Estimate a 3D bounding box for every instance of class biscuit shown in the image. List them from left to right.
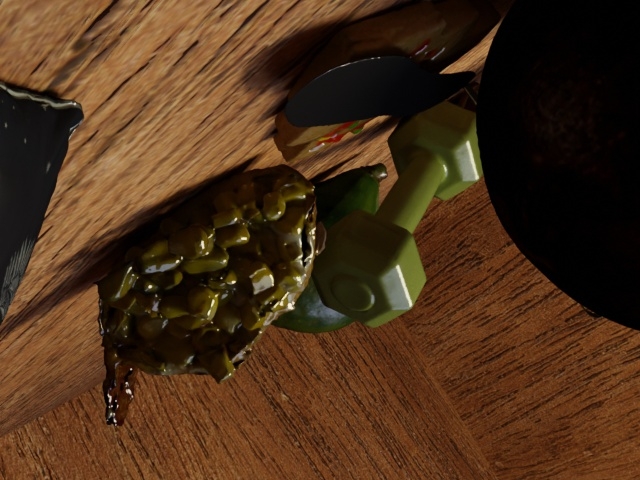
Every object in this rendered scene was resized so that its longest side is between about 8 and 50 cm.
[{"bbox_3d":[0.044,-0.124,0.714,0.212,0.041,0.239,-31,177,11],"label":"biscuit"}]

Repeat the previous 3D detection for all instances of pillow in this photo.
[{"bbox_3d":[-0.165,0.029,0.382,0.208,0.055,0.141,-64,177,3],"label":"pillow"}]

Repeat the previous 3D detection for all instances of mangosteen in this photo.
[{"bbox_3d":[0.325,-0.117,0.716,0.382,0.382,0.435,-30,163,-25],"label":"mangosteen"}]

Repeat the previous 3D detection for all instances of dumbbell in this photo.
[{"bbox_3d":[0.092,-0.038,1.025,0.108,0.121,0.302,102,15,-45],"label":"dumbbell"}]

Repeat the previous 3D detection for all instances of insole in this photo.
[{"bbox_3d":[0.047,-0.106,0.672,0.086,0.005,0.253,-32,171,28],"label":"insole"}]

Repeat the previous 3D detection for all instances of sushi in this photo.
[{"bbox_3d":[-0.114,0.046,0.887,0.296,0.166,0.179,-26,-159,17],"label":"sushi"}]

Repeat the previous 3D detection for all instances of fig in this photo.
[{"bbox_3d":[0.000,0.000,1.209,0.195,0.195,0.244,-10,123,-80],"label":"fig"}]

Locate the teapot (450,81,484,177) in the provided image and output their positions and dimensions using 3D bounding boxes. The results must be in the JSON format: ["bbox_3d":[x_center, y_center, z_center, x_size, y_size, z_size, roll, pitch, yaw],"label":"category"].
[{"bbox_3d":[0.208,-0.152,1.250,0.116,0.116,0.173,-31,149,0],"label":"teapot"}]

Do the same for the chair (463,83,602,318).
[{"bbox_3d":[0.318,-0.092,1.113,0.170,0.325,0.160,-27,173,-46],"label":"chair"}]
